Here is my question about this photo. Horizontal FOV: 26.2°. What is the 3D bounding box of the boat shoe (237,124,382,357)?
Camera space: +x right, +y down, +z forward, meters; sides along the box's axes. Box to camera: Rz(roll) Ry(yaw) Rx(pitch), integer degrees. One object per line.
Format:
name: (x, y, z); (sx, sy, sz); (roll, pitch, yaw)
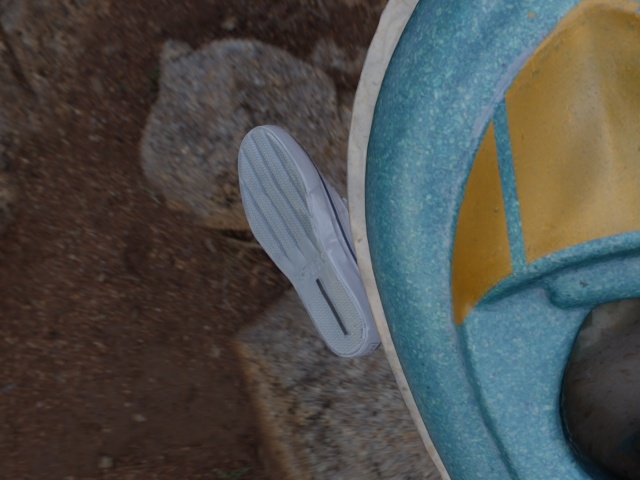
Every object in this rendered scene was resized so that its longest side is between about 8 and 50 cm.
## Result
boat shoe: (0.000, 0.000, 1.234); (0.083, 0.076, 0.226); (-31, 77, 36)

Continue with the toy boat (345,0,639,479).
toy boat: (0.161, -0.006, 0.402); (0.318, 0.148, 0.267); (-14, 107, 19)
